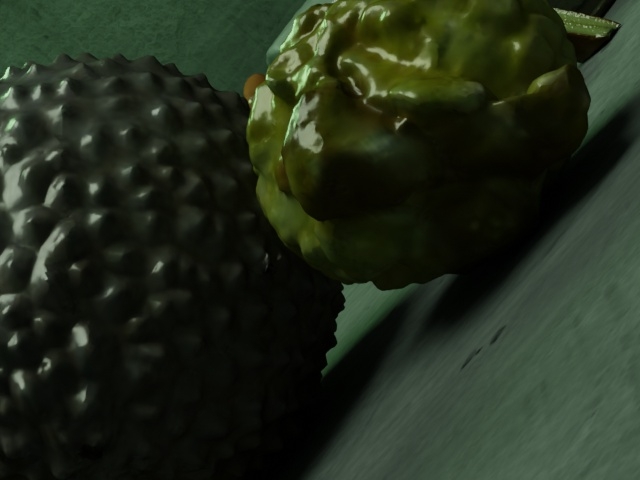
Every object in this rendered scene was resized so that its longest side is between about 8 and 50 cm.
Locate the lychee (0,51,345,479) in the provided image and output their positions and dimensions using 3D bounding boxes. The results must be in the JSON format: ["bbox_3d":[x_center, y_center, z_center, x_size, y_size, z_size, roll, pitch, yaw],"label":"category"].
[{"bbox_3d":[-0.170,0.047,1.533,0.380,0.380,0.432,-47,24,28],"label":"lychee"}]

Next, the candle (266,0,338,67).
[{"bbox_3d":[0.076,-0.199,2.046,0.342,0.221,0.221,-51,5,-12],"label":"candle"}]

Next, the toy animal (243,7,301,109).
[{"bbox_3d":[0.072,-0.208,2.350,0.338,0.216,0.191,-42,36,36],"label":"toy animal"}]

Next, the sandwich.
[{"bbox_3d":[0.216,-0.172,1.668,0.031,0.083,0.044,-57,-36,-21],"label":"sandwich"}]

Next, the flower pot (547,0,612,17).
[{"bbox_3d":[0.156,-0.248,1.863,0.212,0.202,0.212,-50,1,2],"label":"flower pot"}]

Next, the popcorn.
[{"bbox_3d":[0.075,-0.077,1.339,0.237,0.206,0.251,-35,18,-19],"label":"popcorn"}]
